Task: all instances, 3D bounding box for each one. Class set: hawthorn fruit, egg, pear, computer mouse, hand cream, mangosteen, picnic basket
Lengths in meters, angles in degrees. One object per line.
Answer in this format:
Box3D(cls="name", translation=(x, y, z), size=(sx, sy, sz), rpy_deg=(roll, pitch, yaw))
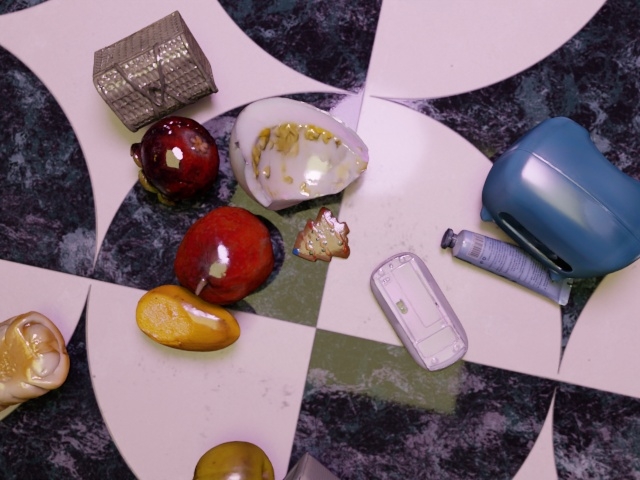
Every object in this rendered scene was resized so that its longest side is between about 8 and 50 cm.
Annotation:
Box3D(cls="hawthorn fruit", translation=(-0.191, 0.040, 0.900), size=(0.189, 0.251, 0.190), rpy_deg=(7, 114, 16))
Box3D(cls="egg", translation=(-0.066, -0.154, 0.926), size=(0.271, 0.162, 0.206), rpy_deg=(-9, 59, -31))
Box3D(cls="pear", translation=(-0.174, 0.468, 0.919), size=(0.162, 0.149, 0.149), rpy_deg=(-9, 88, 6))
Box3D(cls="computer mouse", translation=(0.197, 0.142, 0.949), size=(0.126, 0.056, 0.245), rpy_deg=(-32, 87, 3))
Box3D(cls="hand cream", translation=(0.375, 0.043, 0.945), size=(0.271, 0.058, 0.091), rpy_deg=(20, 78, 0))
Box3D(cls="mangosteen", translation=(-0.293, -0.156, 0.947), size=(0.180, 0.166, 0.166), rpy_deg=(-27, 87, 27))
Box3D(cls="picnic basket", translation=(-0.322, -0.325, 0.927), size=(0.196, 0.134, 0.154), rpy_deg=(-24, 46, 3))

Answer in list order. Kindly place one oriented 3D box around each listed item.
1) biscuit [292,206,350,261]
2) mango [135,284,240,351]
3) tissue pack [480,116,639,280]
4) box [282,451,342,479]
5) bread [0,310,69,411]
Box3D(cls="biscuit", translation=(0.000, 0.000, 0.984), size=(0.130, 0.019, 0.119), rpy_deg=(-29, 87, 3))
Box3D(cls="mango", translation=(-0.256, 0.157, 0.942), size=(0.217, 0.102, 0.141), rpy_deg=(11, 113, 16))
Box3D(cls="tissue pack", translation=(0.446, -0.062, 0.867), size=(0.287, 0.198, 0.206), rpy_deg=(41, 86, 3))
Box3D(cls="box", translation=(-0.002, 0.657, 0.893), size=(0.343, 0.177, 0.352), rpy_deg=(39, 92, 5))
Box3D(cls="bread", translation=(-0.675, 0.267, 0.969), size=(0.311, 0.121, 0.173), rpy_deg=(-22, 84, 3))
